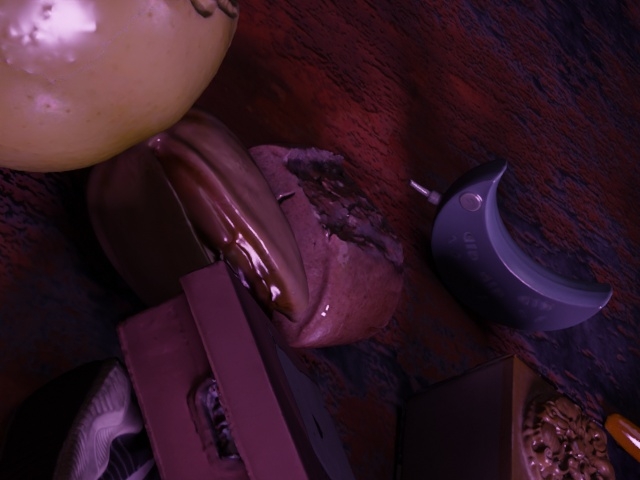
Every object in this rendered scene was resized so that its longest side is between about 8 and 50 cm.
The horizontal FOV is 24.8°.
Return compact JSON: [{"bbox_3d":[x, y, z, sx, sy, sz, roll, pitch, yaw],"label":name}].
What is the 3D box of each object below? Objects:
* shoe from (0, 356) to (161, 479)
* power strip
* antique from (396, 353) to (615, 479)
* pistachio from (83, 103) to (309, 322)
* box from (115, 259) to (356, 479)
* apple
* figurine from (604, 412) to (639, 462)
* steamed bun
[{"bbox_3d":[-0.145,0.172,0.866,0.112,0.099,0.227,51,30,-27],"label":"shoe"},{"bbox_3d":[0.172,0.006,1.412,0.216,0.137,0.044,46,40,-15],"label":"power strip"},{"bbox_3d":[0.162,0.202,1.234,0.147,0.148,0.152,38,41,-30],"label":"antique"},{"bbox_3d":[-0.092,-0.005,1.067,0.129,0.131,0.206,-35,104,-14],"label":"pistachio"},{"bbox_3d":[-0.033,0.157,0.935,0.215,0.086,0.215,67,5,33],"label":"box"},{"bbox_3d":[-0.186,-0.175,0.933,0.279,0.279,0.279,35,40,-36],"label":"apple"},{"bbox_3d":[0.488,0.263,1.459,0.268,0.387,0.401,-6,103,-16],"label":"figurine"},{"bbox_3d":[0.000,0.000,1.196,0.145,0.106,0.175,3,61,-55],"label":"steamed bun"}]
